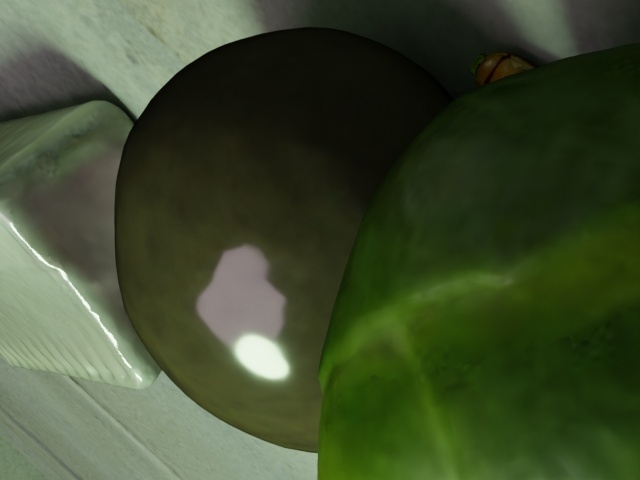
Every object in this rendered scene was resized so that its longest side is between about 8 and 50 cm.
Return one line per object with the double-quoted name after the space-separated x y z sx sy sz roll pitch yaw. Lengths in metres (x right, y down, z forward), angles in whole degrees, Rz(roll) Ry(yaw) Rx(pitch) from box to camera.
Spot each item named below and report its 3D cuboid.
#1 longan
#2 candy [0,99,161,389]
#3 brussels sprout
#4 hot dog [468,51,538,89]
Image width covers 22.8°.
0.000 0.000 0.852 0.248 0.248 0.248 36 157 17 "longan"
-0.233 0.000 1.341 0.208 0.145 0.358 49 158 -19 "candy"
0.154 0.090 0.665 0.314 0.276 0.371 -17 133 19 "brussels sprout"
0.122 -0.051 0.783 0.122 0.037 0.049 35 160 22 "hot dog"
